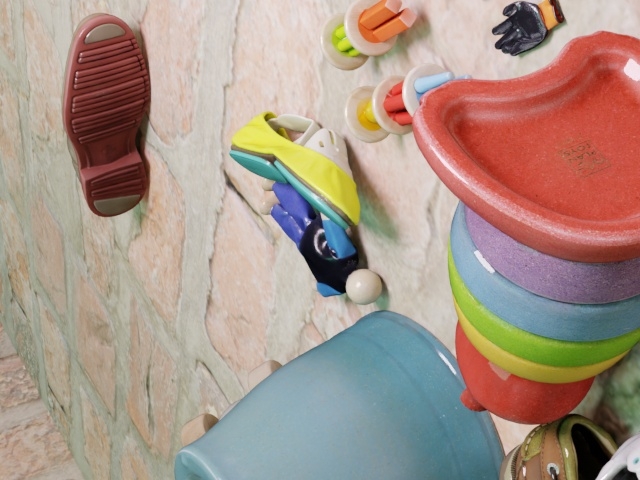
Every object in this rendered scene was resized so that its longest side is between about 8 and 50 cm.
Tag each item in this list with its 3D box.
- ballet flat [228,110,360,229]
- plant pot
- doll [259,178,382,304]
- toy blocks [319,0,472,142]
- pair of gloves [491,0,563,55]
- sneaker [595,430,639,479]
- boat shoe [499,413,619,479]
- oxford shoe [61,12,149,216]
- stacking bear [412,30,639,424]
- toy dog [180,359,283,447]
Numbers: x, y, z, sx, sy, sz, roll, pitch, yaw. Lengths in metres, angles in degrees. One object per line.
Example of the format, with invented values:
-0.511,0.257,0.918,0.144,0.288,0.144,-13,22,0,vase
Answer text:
-0.018,-0.084,1.063,0.077,0.077,0.231,43,174,-36,ballet flat
0.003,0.240,1.056,0.272,0.255,0.271,40,141,44,plant pot
0.000,0.000,1.120,0.189,0.046,0.129,50,148,33,doll
0.065,-0.151,0.885,0.148,0.054,0.123,-8,102,62,toy blocks
0.141,-0.180,0.775,0.083,0.010,0.074,64,151,3,pair of gloves
0.256,0.142,0.702,0.080,0.094,0.212,60,148,19,sneaker
0.242,0.280,0.807,0.307,0.111,0.104,59,152,19,boat shoe
-0.322,-0.190,1.496,0.130,0.123,0.348,56,150,34,oxford shoe
0.160,0.027,0.745,0.289,0.175,0.164,90,155,-52,stacking bear
-0.050,0.322,1.306,0.220,0.161,0.333,-18,59,27,toy dog
